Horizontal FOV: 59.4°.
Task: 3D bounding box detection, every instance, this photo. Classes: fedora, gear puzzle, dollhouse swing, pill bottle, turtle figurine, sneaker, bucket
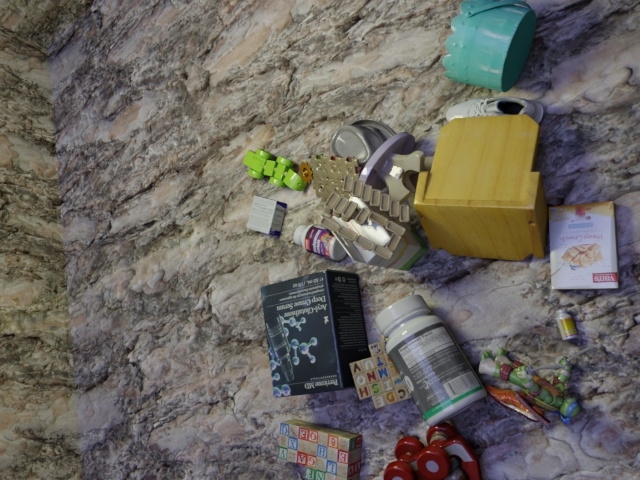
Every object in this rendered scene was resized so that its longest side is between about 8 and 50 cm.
[{"bbox_3d":[0.137,-0.319,1.993,0.275,0.124,0.244,46,110,30],"label":"fedora"},{"bbox_3d":[0.036,-0.223,2.006,0.339,0.044,0.176,14,118,48],"label":"gear puzzle"},{"bbox_3d":[0.508,-0.159,1.704,0.346,0.315,0.305,4,53,32],"label":"dollhouse swing"},{"bbox_3d":[0.328,0.361,1.720,0.204,0.204,0.361,-40,62,24],"label":"pill bottle"},{"bbox_3d":[0.593,0.344,1.541,0.266,0.198,0.275,19,133,45],"label":"turtle figurine"},{"bbox_3d":[0.691,0.236,1.580,0.043,0.043,0.083,-22,72,31],"label":"pill bottle"},{"bbox_3d":[0.523,-0.404,1.732,0.297,0.129,0.111,3,86,36],"label":"sneaker"},{"bbox_3d":[0.510,-0.587,1.685,0.183,0.281,0.281,25,98,26],"label":"bucket"},{"bbox_3d":[0.566,0.464,1.638,0.175,0.064,0.067,23,75,31],"label":"sneaker"},{"bbox_3d":[0.000,0.000,2.055,0.193,0.108,0.108,16,93,35],"label":"pill bottle"}]

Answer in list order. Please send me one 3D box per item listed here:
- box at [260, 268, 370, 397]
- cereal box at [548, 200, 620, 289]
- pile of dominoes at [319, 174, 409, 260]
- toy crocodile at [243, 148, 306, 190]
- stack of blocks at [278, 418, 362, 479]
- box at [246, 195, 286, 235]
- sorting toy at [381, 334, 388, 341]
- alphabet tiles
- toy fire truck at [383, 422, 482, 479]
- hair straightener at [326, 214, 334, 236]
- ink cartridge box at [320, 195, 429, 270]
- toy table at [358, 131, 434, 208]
[{"bbox_3d":[-0.015,0.326,1.960,0.293,0.212,0.396,-17,75,31],"label":"box"},{"bbox_3d":[0.737,0.018,1.575,0.173,0.047,0.240,-5,81,34],"label":"cereal box"},{"bbox_3d":[0.135,-0.067,1.670,0.251,0.040,0.196,29,66,11],"label":"pile of dominoes"},{"bbox_3d":[-0.188,-0.285,2.239,0.340,0.105,0.115,25,99,39],"label":"toy crocodile"},{"bbox_3d":[-0.006,0.745,1.971,0.297,0.087,0.171,1,85,35],"label":"stack of blocks"},{"bbox_3d":[-0.214,-0.099,2.239,0.126,0.072,0.137,16,94,36],"label":"box"},{"bbox_3d":[0.253,0.334,1.882,0.075,0.045,0.083,-28,68,8],"label":"sorting toy"},{"bbox_3d":[0.221,0.422,1.812,0.237,0.009,0.198,-14,72,-10],"label":"alphabet tiles"},{"bbox_3d":[0.355,0.720,1.699,0.302,0.169,0.254,-36,89,27],"label":"toy fire truck"},{"bbox_3d":[0.074,-0.108,1.999,0.089,0.047,0.230,-7,48,33],"label":"hair straightener"},{"bbox_3d":[0.178,-0.027,1.783,0.119,0.353,0.207,-47,61,21],"label":"ink cartridge box"},{"bbox_3d":[0.268,-0.224,1.831,0.161,0.252,0.274,34,75,28],"label":"toy table"}]
